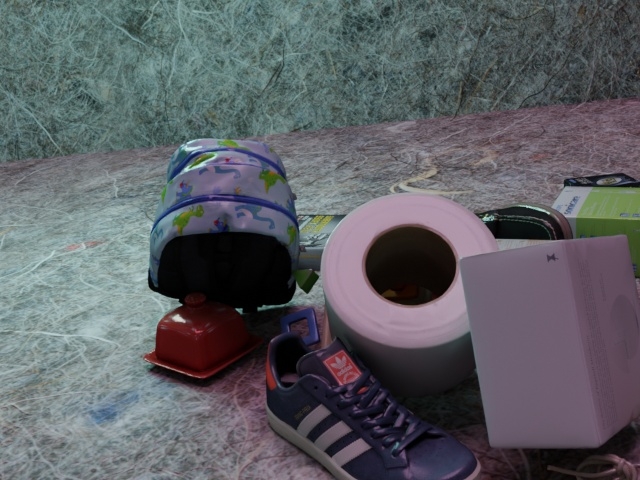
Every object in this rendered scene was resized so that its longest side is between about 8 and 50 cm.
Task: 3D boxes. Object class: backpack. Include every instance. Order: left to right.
[{"bbox_3d":[-0.163,-0.016,1.315,0.290,0.274,0.355,6,-7,-3],"label":"backpack"}]

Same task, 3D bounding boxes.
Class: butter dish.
[{"bbox_3d":[-0.201,0.144,1.286,0.159,0.118,0.160,8,24,37],"label":"butter dish"}]

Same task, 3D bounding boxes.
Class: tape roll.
[{"bbox_3d":[0.126,0.077,1.086,0.246,0.169,0.246,-3,56,4],"label":"tape roll"}]

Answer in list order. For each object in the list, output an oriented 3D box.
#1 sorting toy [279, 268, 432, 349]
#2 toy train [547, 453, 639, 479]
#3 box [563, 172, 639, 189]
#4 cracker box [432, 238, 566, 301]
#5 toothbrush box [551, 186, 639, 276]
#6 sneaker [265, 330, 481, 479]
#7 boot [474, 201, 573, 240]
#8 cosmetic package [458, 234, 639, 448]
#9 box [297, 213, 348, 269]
[{"bbox_3d":[0.088,0.097,1.223,0.347,0.196,0.047,-6,-26,21],"label":"sorting toy"},{"bbox_3d":[0.392,0.238,0.871,0.247,0.105,0.143,2,10,22],"label":"toy train"},{"bbox_3d":[0.661,-0.092,1.765,0.147,0.078,0.180,-6,19,-2],"label":"box"},{"bbox_3d":[0.284,0.079,1.262,0.232,0.156,0.067,1,18,20],"label":"cracker box"},{"bbox_3d":[0.605,-0.022,1.509,0.283,0.122,0.206,5,22,27],"label":"toothbrush box"},{"bbox_3d":[0.045,0.209,0.971,0.131,0.148,0.350,-23,25,-40],"label":"sneaker"},{"bbox_3d":[0.240,0.028,1.420,0.284,0.138,0.377,-19,13,-32],"label":"boot"},{"bbox_3d":[0.293,0.115,0.935,0.138,0.224,0.224,-12,-6,37],"label":"cosmetic package"},{"bbox_3d":[0.000,0.000,1.736,0.183,0.056,0.231,0,20,20],"label":"box"}]
